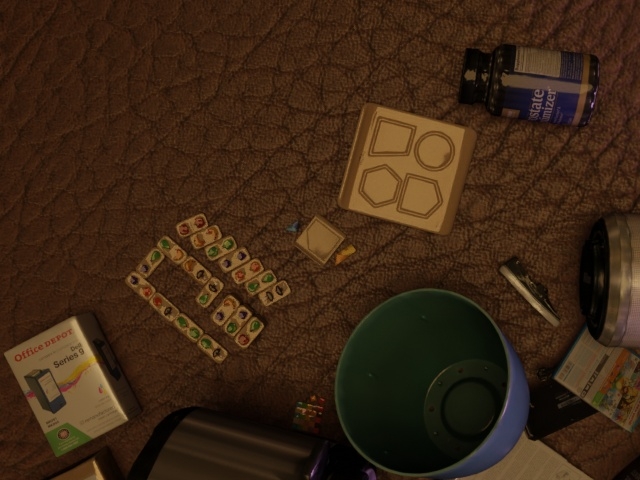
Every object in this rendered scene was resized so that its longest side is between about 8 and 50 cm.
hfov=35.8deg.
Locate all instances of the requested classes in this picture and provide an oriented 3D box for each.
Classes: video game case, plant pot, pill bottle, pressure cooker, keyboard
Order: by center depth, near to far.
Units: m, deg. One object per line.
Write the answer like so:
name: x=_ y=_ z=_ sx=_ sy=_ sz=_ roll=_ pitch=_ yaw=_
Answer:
pressure cooker: x=-0.080 y=0.483 z=1.560 sx=0.421 sy=0.370 sz=0.375 roll=12 pitch=76 yaw=16
plant pot: x=0.204 y=0.253 z=1.606 sx=0.293 sy=0.235 sz=0.292 roll=-12 pitch=64 yaw=26
pill bottle: x=0.346 y=-0.263 z=1.661 sx=0.219 sy=0.123 sz=0.122 roll=8 pitch=92 yaw=6
video game case: x=0.493 y=0.232 z=1.691 sx=0.166 sy=0.015 sz=0.119 roll=35 pitch=80 yaw=-3
keyboard: x=0.416 y=0.260 z=1.696 sx=0.180 sy=0.023 sz=0.108 roll=-22 pitch=87 yaw=-11

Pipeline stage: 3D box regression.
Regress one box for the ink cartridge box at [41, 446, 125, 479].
ink cartridge box: x=-0.422 y=0.522 z=1.780 sx=0.193 sy=0.088 sz=0.234 roll=-28 pitch=90 yaw=5

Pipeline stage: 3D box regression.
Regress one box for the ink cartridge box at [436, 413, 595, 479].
ink cartridge box: x=0.339 y=0.429 z=1.729 sx=0.232 sy=0.066 sz=0.189 roll=35 pitch=95 yaw=-17

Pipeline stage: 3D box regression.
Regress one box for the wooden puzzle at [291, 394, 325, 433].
wooden puzzle: x=-0.023 y=0.316 z=1.773 sx=0.049 sy=0.006 sz=0.083 roll=12 pitch=93 yaw=5

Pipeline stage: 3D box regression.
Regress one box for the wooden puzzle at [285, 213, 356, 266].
wooden puzzle: x=0.000 y=0.000 z=1.759 sx=0.116 sy=0.014 sz=0.078 roll=45 pitch=91 yaw=3

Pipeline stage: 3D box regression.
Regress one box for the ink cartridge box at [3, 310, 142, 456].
ink cartridge box: x=-0.441 y=0.254 z=1.772 sx=0.154 sy=0.093 sz=0.212 roll=-27 pitch=87 yaw=7

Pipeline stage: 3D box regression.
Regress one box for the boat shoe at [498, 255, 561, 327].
boat shoe: x=0.368 y=0.088 z=1.706 sx=0.040 sy=0.049 sz=0.142 roll=-43 pitch=85 yaw=5

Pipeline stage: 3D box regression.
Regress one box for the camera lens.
camera lens: x=0.569 y=0.068 z=1.598 sx=0.274 sy=0.219 sz=0.219 roll=2 pitch=92 yaw=6

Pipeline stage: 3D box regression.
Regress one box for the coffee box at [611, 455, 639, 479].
coffee box: x=0.635 y=0.491 z=1.631 sx=0.119 sy=0.168 sz=0.297 roll=-44 pitch=86 yaw=5

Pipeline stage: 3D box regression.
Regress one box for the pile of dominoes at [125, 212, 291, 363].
pile of dominoes: x=-0.202 y=0.083 z=1.768 sx=0.251 sy=0.040 sz=0.196 roll=40 pitch=95 yaw=3

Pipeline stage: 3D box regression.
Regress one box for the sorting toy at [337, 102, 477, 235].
sorting toy: x=0.151 y=-0.125 z=1.731 sx=0.208 sy=0.038 sz=0.192 roll=15 pitch=93 yaw=1
